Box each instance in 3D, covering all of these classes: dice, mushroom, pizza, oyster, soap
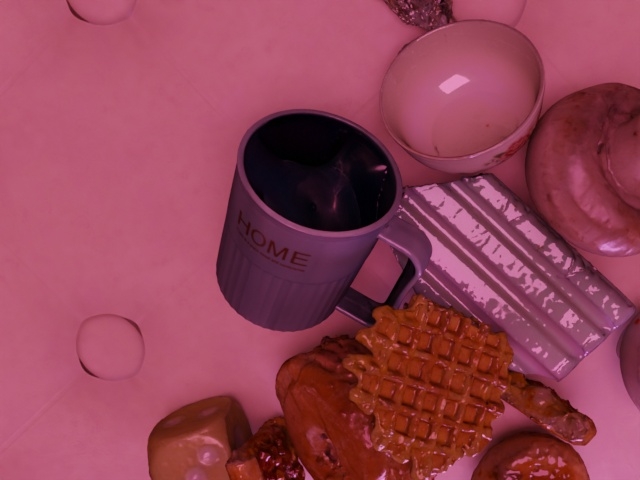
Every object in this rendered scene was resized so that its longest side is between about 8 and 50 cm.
[{"bbox_3d":[-0.229,0.419,1.466,0.169,0.169,0.166,-18,99,8],"label":"dice"},{"bbox_3d":[0.498,-0.124,1.224,0.297,0.290,0.297,4,78,-18],"label":"mushroom"},{"bbox_3d":[0.369,0.275,1.365,0.288,0.280,0.075,32,86,8],"label":"pizza"},{"bbox_3d":[0.170,-0.444,1.319,0.177,0.064,0.125,29,107,-2],"label":"oyster"},{"bbox_3d":[0.306,0.051,1.357,0.446,0.156,0.261,41,104,-4],"label":"soap"},{"bbox_3d":[-0.081,0.439,1.445,0.081,0.228,0.289,-14,132,20],"label":"pizza"}]

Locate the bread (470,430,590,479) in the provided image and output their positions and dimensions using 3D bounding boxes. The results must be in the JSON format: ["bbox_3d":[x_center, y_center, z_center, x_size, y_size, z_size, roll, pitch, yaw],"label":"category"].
[{"bbox_3d":[0.401,0.482,1.451,0.244,0.134,0.244,1,99,6],"label":"bread"}]

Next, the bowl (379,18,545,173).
[{"bbox_3d":[0.252,-0.228,1.287,0.277,0.145,0.277,-10,62,20],"label":"bowl"}]

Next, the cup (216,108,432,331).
[{"bbox_3d":[-0.004,-0.017,1.269,0.331,0.256,0.311,7,143,-14],"label":"cup"}]

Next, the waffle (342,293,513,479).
[{"bbox_3d":[0.184,0.221,1.217,0.307,0.060,0.312,-40,108,-23],"label":"waffle"}]

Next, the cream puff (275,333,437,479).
[{"bbox_3d":[0.084,0.325,1.383,0.231,0.343,0.327,-27,124,-29],"label":"cream puff"}]

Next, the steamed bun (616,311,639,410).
[{"bbox_3d":[0.638,0.225,1.379,0.177,0.131,0.228,-20,98,-2],"label":"steamed bun"}]
